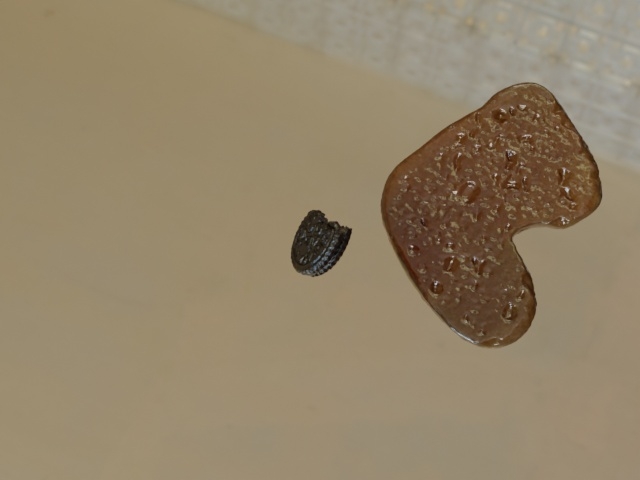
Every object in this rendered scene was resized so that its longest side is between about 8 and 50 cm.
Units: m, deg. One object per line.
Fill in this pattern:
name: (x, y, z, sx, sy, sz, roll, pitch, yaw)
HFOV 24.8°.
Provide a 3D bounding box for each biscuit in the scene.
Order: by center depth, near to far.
biscuit: (0.000, 0.000, 1.575, 0.089, 0.027, 0.087, -39, 38, 39)
biscuit: (0.222, -0.028, 1.768, 0.277, 0.262, 0.052, -38, -13, 5)
